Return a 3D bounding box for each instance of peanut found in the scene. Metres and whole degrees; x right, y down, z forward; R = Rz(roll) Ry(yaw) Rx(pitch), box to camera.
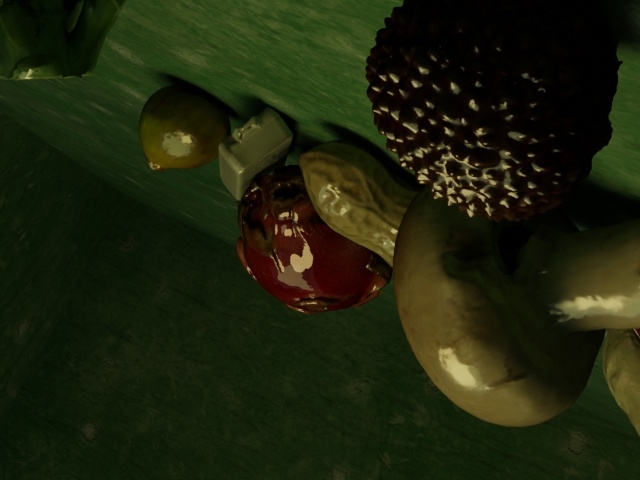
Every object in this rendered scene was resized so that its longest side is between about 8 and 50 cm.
[{"bbox_3d":[0.092,-0.037,1.665,0.298,0.120,0.136,32,148,-26],"label":"peanut"}]

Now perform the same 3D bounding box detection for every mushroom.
[{"bbox_3d":[0.231,0.034,1.307,0.292,0.293,0.290,33,139,-33],"label":"mushroom"}]

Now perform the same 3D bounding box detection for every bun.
[{"bbox_3d":[0.447,0.188,1.563,0.231,0.133,0.231,25,-151,-15],"label":"bun"}]

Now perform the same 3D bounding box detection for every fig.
[{"bbox_3d":[-0.203,-0.168,1.868,0.136,0.121,0.153,34,149,-4],"label":"fig"}]

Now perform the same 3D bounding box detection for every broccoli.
[{"bbox_3d":[-0.255,-0.253,1.061,0.261,0.242,0.269,-4,-177,40],"label":"broccoli"}]

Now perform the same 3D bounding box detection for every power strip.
[{"bbox_3d":[-0.098,-0.122,1.833,0.058,0.098,0.338,52,174,1],"label":"power strip"}]

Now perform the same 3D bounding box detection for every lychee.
[{"bbox_3d":[0.117,-0.105,0.859,0.188,0.188,0.188,28,173,4],"label":"lychee"}]

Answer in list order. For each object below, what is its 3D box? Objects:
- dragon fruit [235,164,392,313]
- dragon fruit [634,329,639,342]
[{"bbox_3d":[0.000,-0.001,1.840,0.250,0.250,0.315,28,159,2],"label":"dragon fruit"},{"bbox_3d":[0.391,0.064,1.406,0.102,0.096,0.147,41,-160,-19],"label":"dragon fruit"}]
